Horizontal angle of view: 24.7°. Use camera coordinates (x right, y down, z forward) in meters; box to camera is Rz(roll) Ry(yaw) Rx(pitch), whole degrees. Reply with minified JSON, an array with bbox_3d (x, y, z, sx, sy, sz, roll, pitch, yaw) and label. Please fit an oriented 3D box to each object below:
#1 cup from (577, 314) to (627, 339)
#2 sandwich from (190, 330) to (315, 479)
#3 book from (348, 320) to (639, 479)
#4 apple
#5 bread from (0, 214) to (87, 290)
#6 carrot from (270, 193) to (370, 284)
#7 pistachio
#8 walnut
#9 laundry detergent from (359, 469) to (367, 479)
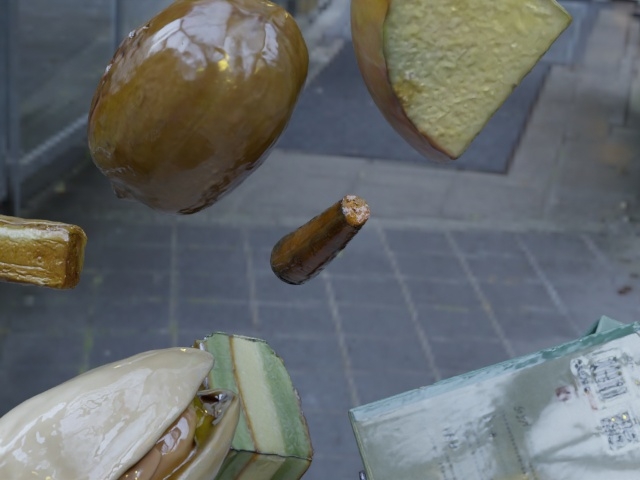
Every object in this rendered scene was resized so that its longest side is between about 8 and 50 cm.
[{"bbox_3d":[0.320,0.320,2.052,0.310,0.400,0.392,-6,9,14],"label":"cup"},{"bbox_3d":[-0.136,0.286,2.129,0.155,0.198,0.227,13,38,-26],"label":"sandwich"},{"bbox_3d":[0.186,0.208,1.290,0.283,0.214,0.025,-15,-14,-5],"label":"book"},{"bbox_3d":[0.156,-0.261,1.695,0.252,0.314,0.309,-9,18,-3],"label":"apple"},{"bbox_3d":[-0.312,0.012,1.539,0.132,0.074,0.053,5,6,15],"label":"bread"},{"bbox_3d":[0.000,0.000,1.476,0.055,0.055,0.161,-8,-15,-32],"label":"carrot"},{"bbox_3d":[-0.220,0.224,1.418,0.318,0.193,0.214,-34,25,-17],"label":"pistachio"},{"bbox_3d":[-0.139,-0.139,1.524,0.203,0.298,0.203,32,35,-26],"label":"walnut"},{"bbox_3d":[0.148,0.282,1.597,0.222,0.144,0.078,2,-26,-19],"label":"laundry detergent"}]
